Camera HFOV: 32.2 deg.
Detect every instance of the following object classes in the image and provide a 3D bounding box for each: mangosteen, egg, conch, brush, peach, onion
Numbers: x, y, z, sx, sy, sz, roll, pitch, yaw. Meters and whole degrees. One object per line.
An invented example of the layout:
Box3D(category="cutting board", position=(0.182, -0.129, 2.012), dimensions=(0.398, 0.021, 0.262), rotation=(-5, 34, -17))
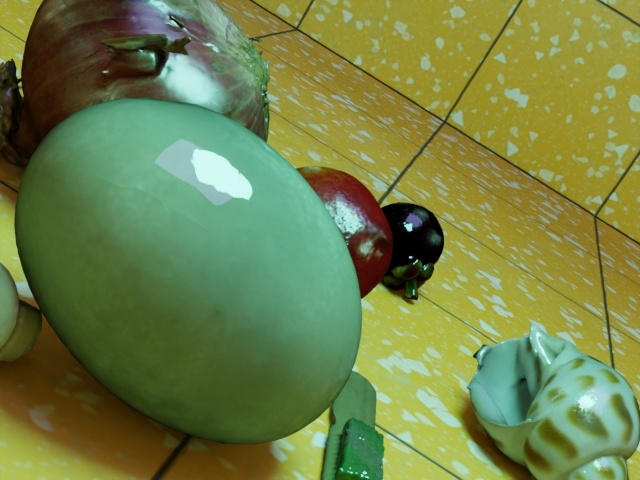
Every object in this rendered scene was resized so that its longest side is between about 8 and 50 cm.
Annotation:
Box3D(category="mangosteen", position=(0.125, 0.018, 1.668), dimensions=(0.137, 0.137, 0.151), rotation=(11, 61, -47))
Box3D(category="egg", position=(-0.111, 0.029, 0.984), dimensions=(0.352, 0.258, 0.258), rotation=(43, 13, -23))
Box3D(category="conch", position=(0.292, 0.224, 1.327), dimensions=(0.148, 0.183, 0.275), rotation=(58, 12, -26))
Box3D(category="brush", position=(0.038, 0.197, 1.154), dimensions=(0.054, 0.048, 0.282), rotation=(33, 16, -6))
Box3D(category="peach", position=(0.000, 0.000, 1.384), dimensions=(0.197, 0.197, 0.197), rotation=(28, 18, -10))
Box3D(category="onion", position=(-0.197, -0.165, 1.297), dimensions=(0.354, 0.353, 0.353), rotation=(28, 18, -10))

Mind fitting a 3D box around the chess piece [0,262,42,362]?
Box3D(category="chess piece", position=(-0.310, 0.035, 0.791), dimensions=(0.117, 0.117, 0.397), rotation=(37, -4, 17))
